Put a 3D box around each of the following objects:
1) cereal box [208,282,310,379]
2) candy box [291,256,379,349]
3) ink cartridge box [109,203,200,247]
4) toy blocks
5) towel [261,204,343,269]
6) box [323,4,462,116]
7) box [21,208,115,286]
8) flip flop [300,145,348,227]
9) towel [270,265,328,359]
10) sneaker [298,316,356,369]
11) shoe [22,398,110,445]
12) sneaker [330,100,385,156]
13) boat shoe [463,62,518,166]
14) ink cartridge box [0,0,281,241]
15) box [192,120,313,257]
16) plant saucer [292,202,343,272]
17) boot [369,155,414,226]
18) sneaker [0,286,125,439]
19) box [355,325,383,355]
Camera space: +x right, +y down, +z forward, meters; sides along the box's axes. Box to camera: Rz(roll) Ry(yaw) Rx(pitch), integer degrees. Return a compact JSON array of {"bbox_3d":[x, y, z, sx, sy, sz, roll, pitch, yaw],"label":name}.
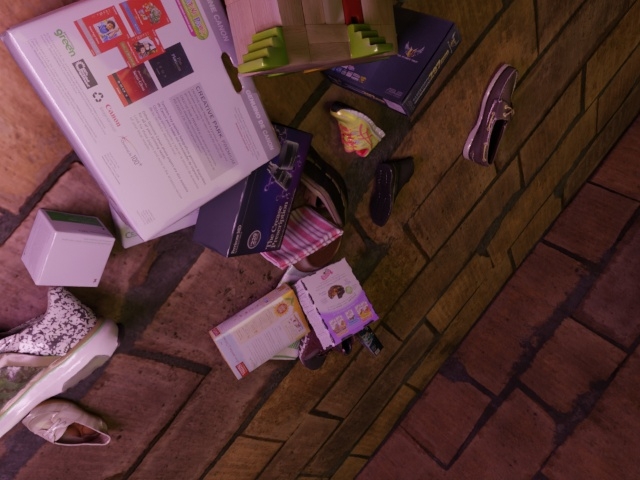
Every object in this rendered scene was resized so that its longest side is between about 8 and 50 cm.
[{"bbox_3d":[-0.157,0.243,1.264,0.240,0.047,0.173,-31,128,-17],"label":"cereal box"},{"bbox_3d":[0.040,0.169,1.289,0.164,0.196,0.070,-23,170,-33],"label":"candy box"},{"bbox_3d":[-0.282,-0.120,0.872,0.223,0.045,0.224,-23,133,-36],"label":"ink cartridge box"},{"bbox_3d":[-0.013,-0.399,0.709,0.381,0.190,0.261,-28,114,-45],"label":"toy blocks"},{"bbox_3d":[-0.061,-0.016,1.118,0.197,0.144,0.029,-30,139,-29],"label":"towel"},{"bbox_3d":[0.138,-0.379,0.966,0.183,0.232,0.059,-55,147,3],"label":"box"},{"bbox_3d":[-0.422,0.014,0.791,0.101,0.087,0.102,10,111,-51],"label":"box"},{"bbox_3d":[-0.014,-0.133,1.130,0.277,0.080,0.112,42,47,-41],"label":"flip flop"},{"bbox_3d":[-0.074,0.212,1.383,0.247,0.038,0.325,19,104,-52],"label":"towel"},{"bbox_3d":[0.023,0.317,1.404,0.106,0.162,0.282,-23,132,-35],"label":"sneaker"},{"bbox_3d":[-0.532,0.393,1.004,0.076,0.058,0.219,-47,144,-8],"label":"shoe"},{"bbox_3d":[0.081,-0.258,1.133,0.208,0.081,0.094,21,105,-53],"label":"sneaker"},{"bbox_3d":[0.577,-0.404,1.546,0.116,0.096,0.325,-9,125,-44],"label":"boat shoe"},{"bbox_3d":[-0.243,-0.207,0.709,0.271,0.130,0.310,-36,125,-22],"label":"ink cartridge box"},{"bbox_3d":[-0.132,-0.109,0.946,0.184,0.103,0.261,-6,117,-58],"label":"box"},{"bbox_3d":[0.000,0.000,1.266,0.198,0.036,0.199,-25,127,-39],"label":"plant saucer"},{"bbox_3d":[0.221,-0.145,1.391,0.137,0.076,0.198,-25,137,-40],"label":"boot"},{"bbox_3d":[-0.562,0.223,0.811,0.410,0.158,0.182,-38,110,-18],"label":"sneaker"},{"bbox_3d":[0.110,0.276,1.533,0.044,0.159,0.233,-46,144,-10],"label":"box"}]
